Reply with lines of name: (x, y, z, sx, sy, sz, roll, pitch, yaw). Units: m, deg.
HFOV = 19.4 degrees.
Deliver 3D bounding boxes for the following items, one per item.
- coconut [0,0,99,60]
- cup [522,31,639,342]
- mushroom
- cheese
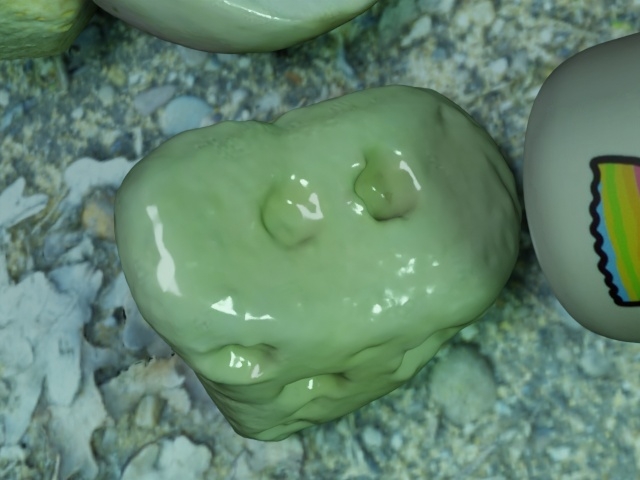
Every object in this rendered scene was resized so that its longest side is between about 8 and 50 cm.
coconut: (-0.261, -0.256, 1.360, 0.259, 0.259, 0.259, -8, 75, 31)
cup: (0.243, -0.006, 1.049, 0.200, 0.191, 0.253, -8, 108, 34)
mushroom: (-0.045, -0.197, 1.306, 0.236, 0.173, 0.162, -55, 4, -32)
cheese: (0.001, 0.001, 1.172, 0.248, 0.251, 0.173, -29, 65, 7)
